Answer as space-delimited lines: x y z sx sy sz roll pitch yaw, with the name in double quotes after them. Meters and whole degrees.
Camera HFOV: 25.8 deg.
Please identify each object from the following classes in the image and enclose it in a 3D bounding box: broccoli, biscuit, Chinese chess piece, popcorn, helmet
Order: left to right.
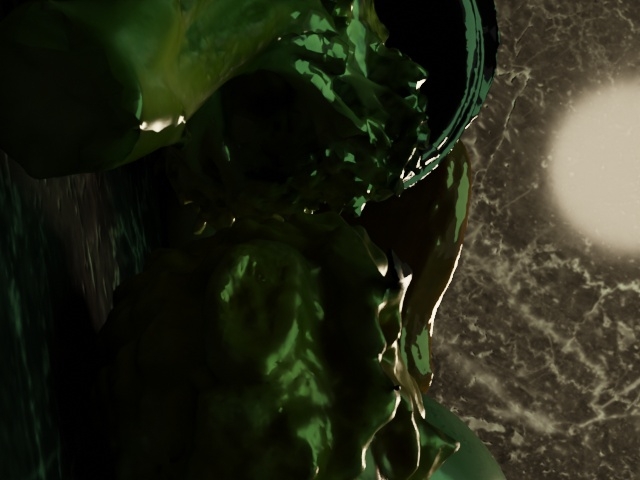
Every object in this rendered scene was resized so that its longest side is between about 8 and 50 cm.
-0.112 0.008 1.336 0.144 0.059 0.144 -6 90 -88 "Chinese chess piece"
-0.066 -0.118 0.887 0.353 0.275 0.397 25 31 -31 "broccoli"
-0.024 0.095 0.885 0.249 0.225 0.249 57 8 -13 "popcorn"
-0.002 0.000 1.390 0.385 0.062 0.365 13 -89 57 "biscuit"
0.012 -0.158 1.204 0.160 0.279 0.230 3 -64 49 "helmet"

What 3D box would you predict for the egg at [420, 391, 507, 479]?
0.029 0.258 1.154 0.389 0.276 0.276 69 13 -59 "egg"
